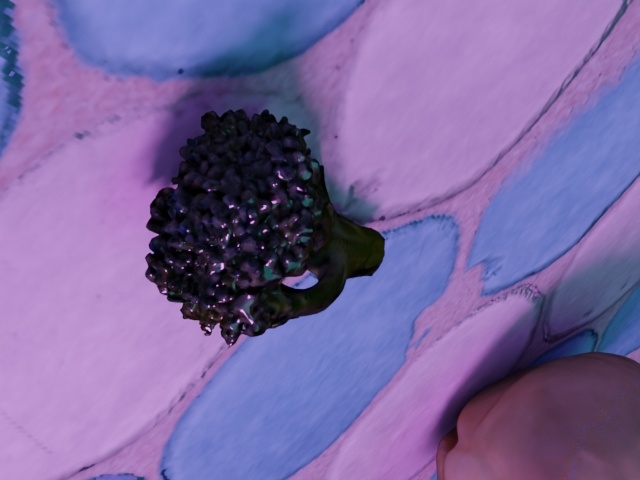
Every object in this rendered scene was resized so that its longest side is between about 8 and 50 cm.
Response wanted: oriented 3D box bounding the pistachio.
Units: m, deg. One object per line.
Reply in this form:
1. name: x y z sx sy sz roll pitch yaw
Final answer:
1. pistachio: 0.195 0.183 0.949 0.299 0.187 0.187 -15 141 -55

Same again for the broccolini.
1. broccolini: -0.018 0.002 0.512 0.068 0.091 0.202 -4 171 10
